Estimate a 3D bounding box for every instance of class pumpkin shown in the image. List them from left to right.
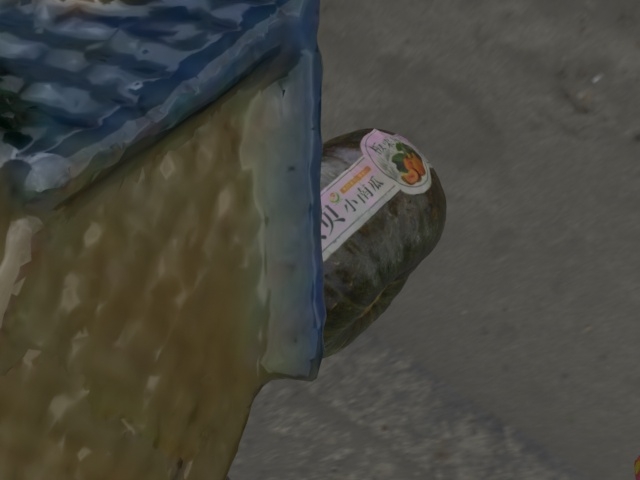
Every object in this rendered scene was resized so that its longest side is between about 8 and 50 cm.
[{"bbox_3d":[-0.002,-0.002,1.751,0.189,0.260,0.260,43,75,12],"label":"pumpkin"}]

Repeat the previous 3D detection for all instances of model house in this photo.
[{"bbox_3d":[-0.228,-0.028,0.625,0.334,0.382,0.343,17,81,33],"label":"model house"}]

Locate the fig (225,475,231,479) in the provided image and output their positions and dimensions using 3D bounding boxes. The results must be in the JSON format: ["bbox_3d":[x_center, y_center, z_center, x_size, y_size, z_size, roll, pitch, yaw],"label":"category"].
[{"bbox_3d":[-0.136,0.195,1.110,0.205,0.205,0.205,2,80,-10],"label":"fig"}]

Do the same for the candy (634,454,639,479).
[{"bbox_3d":[0.359,0.167,1.573,0.124,0.365,0.124,-1,56,2],"label":"candy"}]
